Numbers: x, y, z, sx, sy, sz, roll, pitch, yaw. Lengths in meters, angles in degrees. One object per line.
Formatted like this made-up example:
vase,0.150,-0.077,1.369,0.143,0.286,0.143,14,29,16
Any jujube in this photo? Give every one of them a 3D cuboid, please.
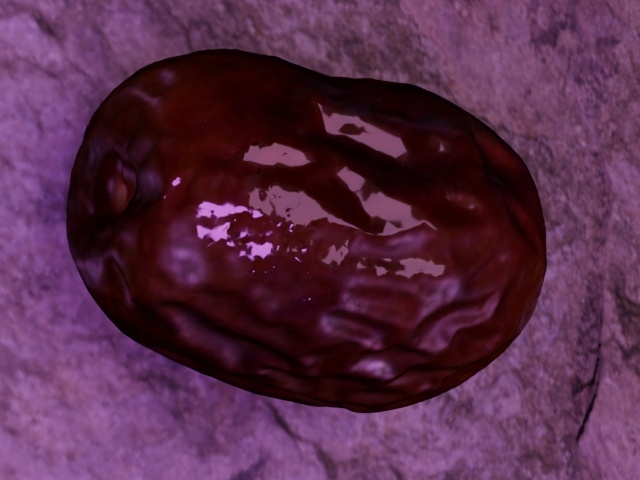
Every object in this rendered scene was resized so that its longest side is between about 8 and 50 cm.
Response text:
jujube,0.000,0.000,0.791,0.243,0.183,0.183,9,76,-37
